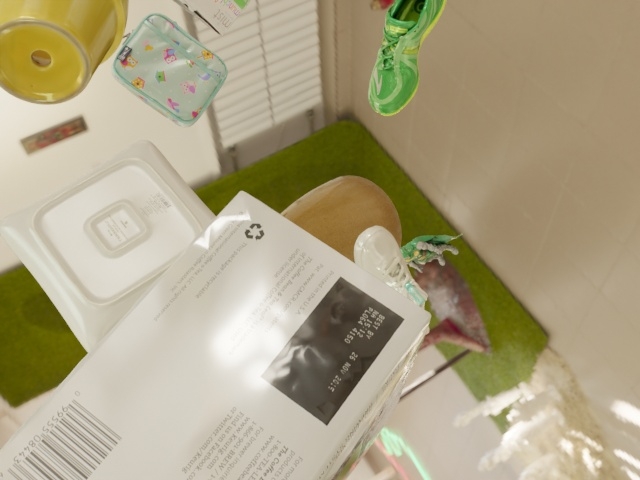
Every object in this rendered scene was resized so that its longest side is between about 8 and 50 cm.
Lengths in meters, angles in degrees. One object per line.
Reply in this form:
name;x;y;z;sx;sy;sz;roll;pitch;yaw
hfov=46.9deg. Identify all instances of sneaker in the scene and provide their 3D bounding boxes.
sneaker;0.124;0.065;1.147;0.094;0.080;0.212;33;158;47
sneaker;0.156;-0.400;1.488;0.109;0.295;0.123;21;-174;30

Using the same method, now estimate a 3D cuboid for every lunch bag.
lunch bag;-0.402;-0.458;1.964;0.279;0.224;0.108;36;174;-14

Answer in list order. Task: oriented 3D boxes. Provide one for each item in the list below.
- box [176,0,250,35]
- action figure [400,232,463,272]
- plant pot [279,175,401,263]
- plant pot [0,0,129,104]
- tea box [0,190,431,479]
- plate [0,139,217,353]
box;-0.270;-0.510;1.287;0.231;0.127;0.262;39;-177;22
action figure;0.257;0.031;1.828;0.137;0.232;0.063;-46;63;29
plant pot;0.000;0.000;1.486;0.237;0.254;0.237;8;105;33
plant pot;-0.457;-0.362;1.241;0.254;0.254;0.239;80;180;-47
tea box;-0.085;0.192;0.727;0.220;0.329;0.323;33;155;16
plate;-0.303;-0.011;1.115;0.277;0.278;0.045;47;157;20
